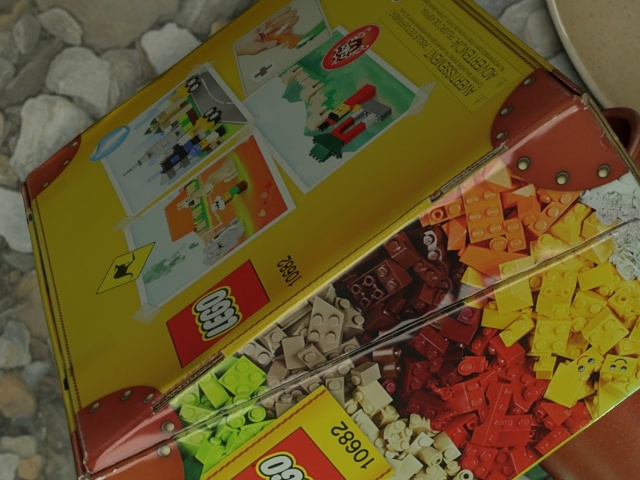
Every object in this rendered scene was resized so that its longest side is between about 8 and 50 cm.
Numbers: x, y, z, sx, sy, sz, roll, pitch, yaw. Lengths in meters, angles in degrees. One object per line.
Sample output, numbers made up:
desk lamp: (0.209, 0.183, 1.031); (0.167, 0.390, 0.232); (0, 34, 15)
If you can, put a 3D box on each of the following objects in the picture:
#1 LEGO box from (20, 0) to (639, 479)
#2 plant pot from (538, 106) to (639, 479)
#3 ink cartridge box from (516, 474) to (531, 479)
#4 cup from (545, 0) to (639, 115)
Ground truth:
LEGO box: (0.000, 0.000, 1.232); (0.372, 0.500, 0.193); (-37, 116, 3)
plant pot: (0.228, 0.078, 1.398); (0.272, 0.272, 0.265); (-41, 103, 2)
ink cartridge box: (0.149, 0.311, 1.451); (0.148, 0.086, 0.203); (32, 122, -3)
cup: (0.364, -0.247, 1.360); (0.237, 0.331, 0.331); (-23, 96, -25)
